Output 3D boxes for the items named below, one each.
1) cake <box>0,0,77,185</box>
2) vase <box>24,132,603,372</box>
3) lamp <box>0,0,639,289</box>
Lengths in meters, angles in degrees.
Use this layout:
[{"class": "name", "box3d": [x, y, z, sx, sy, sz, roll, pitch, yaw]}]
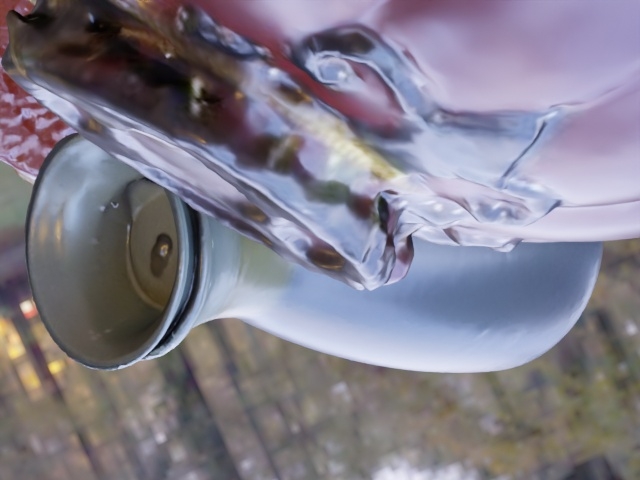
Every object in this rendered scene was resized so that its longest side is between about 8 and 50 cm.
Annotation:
[{"class": "cake", "box3d": [-0.177, -0.109, 1.264, 0.151, 0.283, 0.177, -58, -169, 10]}, {"class": "vase", "box3d": [0.000, 0.000, 1.061, 0.173, 0.173, 0.321, -23, 168, 40]}, {"class": "lamp", "box3d": [0.028, -0.124, 0.519, 0.257, 0.303, 0.303, -61, -172, -8]}]
